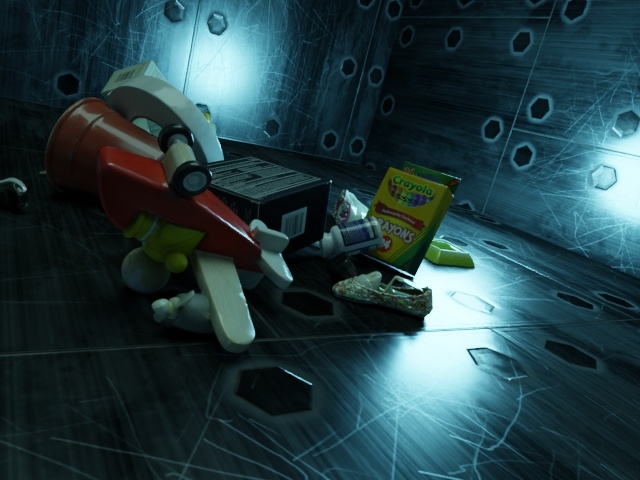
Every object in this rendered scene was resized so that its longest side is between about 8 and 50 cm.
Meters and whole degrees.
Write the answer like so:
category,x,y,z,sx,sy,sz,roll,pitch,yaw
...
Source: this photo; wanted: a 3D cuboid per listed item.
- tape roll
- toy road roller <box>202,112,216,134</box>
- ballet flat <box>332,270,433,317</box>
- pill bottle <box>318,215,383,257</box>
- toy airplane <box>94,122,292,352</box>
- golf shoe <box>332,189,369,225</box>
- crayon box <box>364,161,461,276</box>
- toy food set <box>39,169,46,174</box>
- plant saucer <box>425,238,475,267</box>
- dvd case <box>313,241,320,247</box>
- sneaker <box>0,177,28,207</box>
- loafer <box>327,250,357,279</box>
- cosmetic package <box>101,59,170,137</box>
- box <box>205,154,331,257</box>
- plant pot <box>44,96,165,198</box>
category,x,y,z,sx,sy,sz,roll,pitch,yaw
tape roll,-0.458,-0.290,1.476,0.391,0.392,0.072,21,51,23
toy road roller,-0.518,-0.343,1.895,0.240,0.203,0.329,-6,1,-16
ballet flat,0.150,0.114,1.172,0.240,0.077,0.091,13,16,-4
pill bottle,0.082,-0.004,1.417,0.169,0.094,0.094,-14,20,-7
toy airplane,-0.235,0.007,0.935,0.385,0.272,0.386,52,5,-5
golf shoe,0.125,-0.101,1.897,0.140,0.115,0.306,23,20,-11
crayon box,0.251,-0.081,1.490,0.202,0.319,0.081,24,-3,33
toy food set,-0.782,-0.201,1.535,0.122,0.019,0.078,1,18,-18
plant saucer,0.426,0.035,1.776,0.188,0.045,0.188,6,18,-29
dvd case,0.000,0.000,1.559,0.087,0.013,0.119,22,18,24
sneaker,-0.754,-0.107,1.157,0.178,0.072,0.077,12,25,21
loafer,0.059,0.072,1.304,0.061,0.062,0.170,53,5,-8
cosmetic package,-0.524,-0.404,1.617,0.160,0.113,0.309,-7,-39,25
box,-0.178,-0.086,1.301,0.293,0.183,0.296,22,27,29
plant pot,-0.539,-0.209,1.375,0.264,0.273,0.272,25,16,5
